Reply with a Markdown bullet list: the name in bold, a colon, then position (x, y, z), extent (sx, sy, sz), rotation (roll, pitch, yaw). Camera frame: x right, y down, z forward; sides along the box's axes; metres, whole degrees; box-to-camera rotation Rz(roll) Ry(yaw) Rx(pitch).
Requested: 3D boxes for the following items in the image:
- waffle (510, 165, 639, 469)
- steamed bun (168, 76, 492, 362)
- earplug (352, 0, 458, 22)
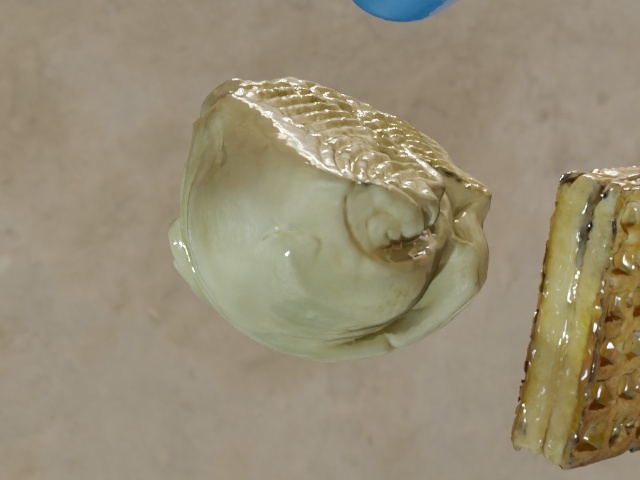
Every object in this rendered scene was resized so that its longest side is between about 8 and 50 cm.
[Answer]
- **waffle**: position (0.312, 0.077, 1.565), extent (0.213, 0.308, 0.091), rotation (-5, 20, -41)
- **steamed bun**: position (-0.003, -0.001, 1.265), extent (0.203, 0.276, 0.289), rotation (-63, 23, 18)
- **earplug**: position (0.094, -0.228, 0.967), extent (0.132, 0.273, 0.132), rotation (9, 68, -24)
